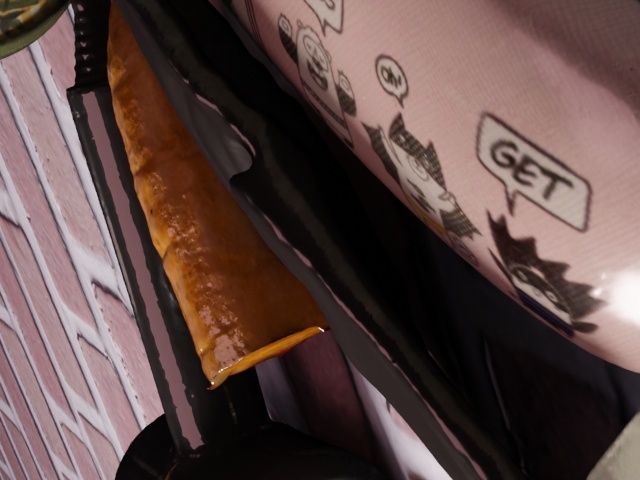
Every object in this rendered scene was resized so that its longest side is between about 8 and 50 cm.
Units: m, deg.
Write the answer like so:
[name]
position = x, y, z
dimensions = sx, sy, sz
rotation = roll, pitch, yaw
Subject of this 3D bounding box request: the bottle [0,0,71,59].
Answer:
[bottle]
position = -0.189, -0.204, 0.776
dimensions = 0.271, 0.143, 0.156
rotation = 95, 161, -56

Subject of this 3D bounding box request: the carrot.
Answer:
[carrot]
position = -0.057, -0.035, 0.796
dimensions = 0.072, 0.072, 0.205
rotation = 117, 133, -67

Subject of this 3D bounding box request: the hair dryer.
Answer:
[hair dryer]
position = -0.067, 0.031, 0.859
dimensions = 0.189, 0.107, 0.352
rotation = 8, 117, 64

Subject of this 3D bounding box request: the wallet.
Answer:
[wallet]
position = 0.000, 0.000, 0.620
dimensions = 0.323, 0.041, 0.247
rotation = 56, 180, 22

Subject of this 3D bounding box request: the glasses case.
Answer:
[glasses case]
position = 0.020, -0.085, 0.493
dimensions = 0.314, 0.075, 0.122
rotation = 50, 157, 34

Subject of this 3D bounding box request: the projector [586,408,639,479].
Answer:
[projector]
position = 0.124, 0.063, 0.404
dimensions = 0.082, 0.083, 0.083
rotation = 57, 160, 20
